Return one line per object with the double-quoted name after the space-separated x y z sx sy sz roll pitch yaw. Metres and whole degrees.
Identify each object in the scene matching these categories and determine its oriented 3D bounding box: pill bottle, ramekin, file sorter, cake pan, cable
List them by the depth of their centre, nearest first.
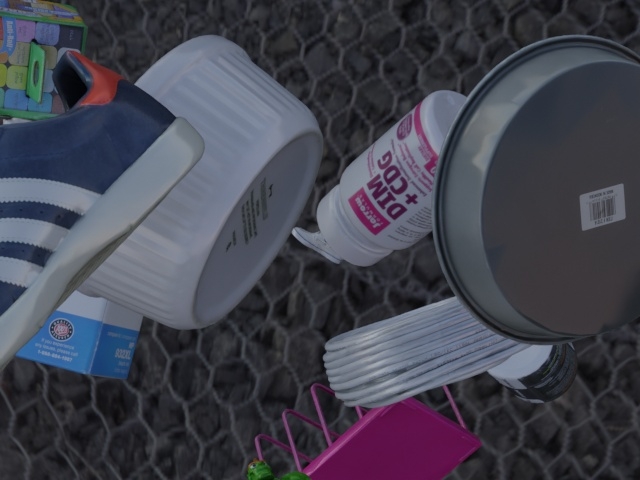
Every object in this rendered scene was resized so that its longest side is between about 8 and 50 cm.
-0.107 -0.041 1.069 0.127 0.273 0.273 32 70 13 "ramekin"
0.240 -0.039 1.070 0.293 0.054 0.293 -6 104 -24 "cake pan"
0.130 0.121 1.368 0.257 0.257 0.089 -20 86 8 "cable"
0.131 -0.085 1.768 0.160 0.283 0.160 25 45 -28 "pill bottle"
0.334 0.184 1.857 0.130 0.246 0.130 -9 67 21 "pill bottle"
0.063 0.315 1.867 0.291 0.202 0.182 -44 36 17 "file sorter"

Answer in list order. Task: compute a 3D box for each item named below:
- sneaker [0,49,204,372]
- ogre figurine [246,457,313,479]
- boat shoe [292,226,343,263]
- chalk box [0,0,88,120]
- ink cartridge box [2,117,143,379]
-0.235 0.000 0.803 0.148 0.131 0.350 43 53 -7 "sneaker"
-0.066 0.337 1.452 0.197 0.118 0.097 -26 118 -11 "ogre figurine"
0.000 0.000 1.978 0.100 0.035 0.035 33 107 2 "boat shoe"
-0.377 -0.232 1.505 0.132 0.213 0.132 6 107 -18 "chalk box"
-0.342 0.011 1.576 0.223 0.129 0.307 12 84 18 "ink cartridge box"
